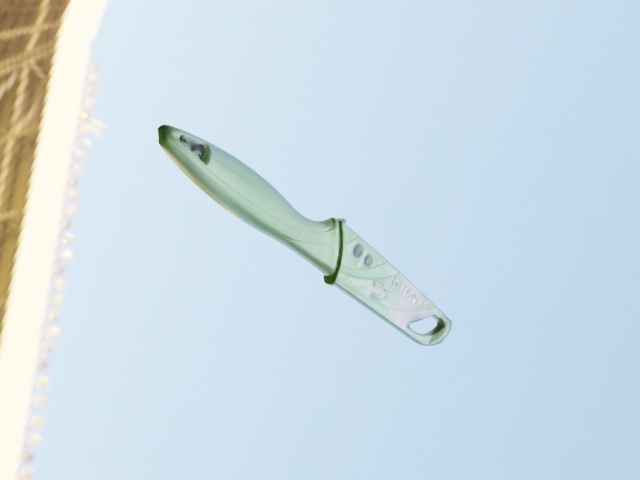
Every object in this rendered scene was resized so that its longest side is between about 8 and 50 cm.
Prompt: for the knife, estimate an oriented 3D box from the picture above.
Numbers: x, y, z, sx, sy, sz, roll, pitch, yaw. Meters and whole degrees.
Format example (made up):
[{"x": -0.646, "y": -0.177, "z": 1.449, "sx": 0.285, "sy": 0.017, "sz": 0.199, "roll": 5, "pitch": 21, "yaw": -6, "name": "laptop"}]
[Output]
[{"x": 0.000, "y": 0.000, "z": 0.571, "sx": 0.014, "sy": 0.207, "sz": 0.030, "roll": 8, "pitch": -112, "yaw": 47, "name": "knife"}]
